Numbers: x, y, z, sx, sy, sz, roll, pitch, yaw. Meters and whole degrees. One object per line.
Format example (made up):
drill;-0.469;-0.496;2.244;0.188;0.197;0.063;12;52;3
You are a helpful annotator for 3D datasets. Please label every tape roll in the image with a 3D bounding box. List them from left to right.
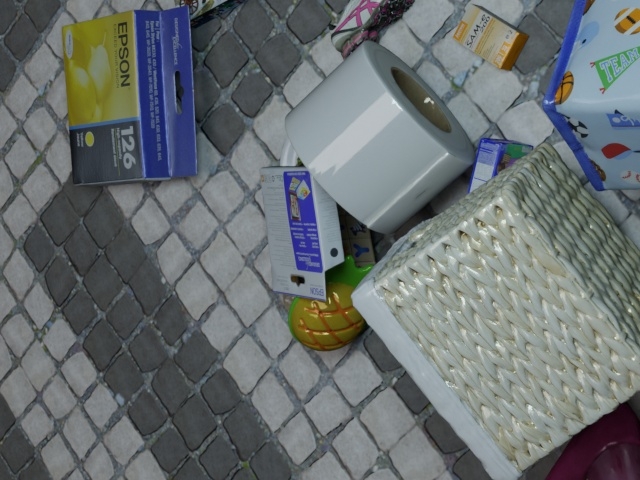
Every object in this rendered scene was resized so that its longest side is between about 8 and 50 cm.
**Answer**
tape roll;0.090;-0.154;1.977;0.169;0.246;0.246;-42;67;19

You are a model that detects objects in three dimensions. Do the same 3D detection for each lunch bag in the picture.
lunch bag;0.496;-0.276;1.672;0.328;0.239;0.385;2;57;37

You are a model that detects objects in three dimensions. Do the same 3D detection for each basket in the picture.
basket;0.270;0.081;1.777;0.266;0.328;0.331;-40;90;26

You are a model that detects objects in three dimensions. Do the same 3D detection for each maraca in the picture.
maraca;0.023;0.102;2.121;0.185;0.127;0.099;-59;23;27

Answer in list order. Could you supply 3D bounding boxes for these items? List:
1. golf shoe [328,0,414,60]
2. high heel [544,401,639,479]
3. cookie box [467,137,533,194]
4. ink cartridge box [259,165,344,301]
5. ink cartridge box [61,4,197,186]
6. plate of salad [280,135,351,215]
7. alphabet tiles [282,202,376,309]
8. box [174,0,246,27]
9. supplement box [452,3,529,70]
golf shoe;0.079;-0.369;2.101;0.186;0.067;0.086;-45;65;29
high heel;0.350;0.390;1.939;0.377;0.127;0.181;-47;28;36
cookie box;0.264;-0.094;1.961;0.040;0.092;0.107;21;104;38
ink cartridge box;-0.030;-0.015;2.091;0.206;0.045;0.208;6;102;64
ink cartridge box;-0.348;-0.254;2.390;0.307;0.072;0.303;-3;91;47
plate of salad;0.007;-0.120;2.175;0.200;0.048;0.199;2;93;36
alphabet tiles;0.000;0.000;2.175;0.198;0.009;0.237;-3;103;36
box;-0.165;-0.484;2.289;0.233;0.044;0.159;-21;79;35
supplement box;0.254;-0.305;1.994;0.098;0.036;0.062;38;112;30
